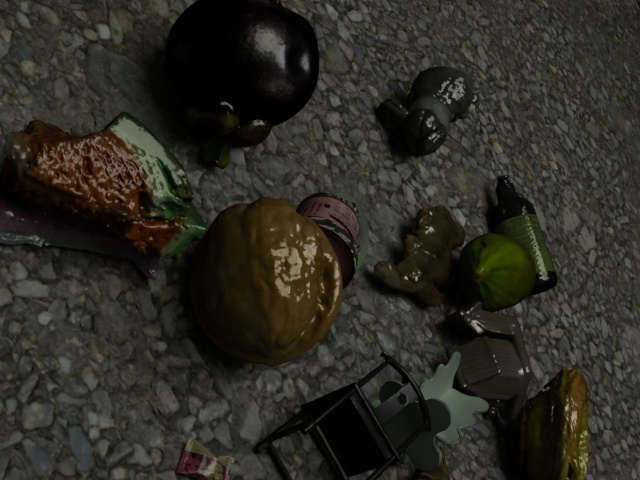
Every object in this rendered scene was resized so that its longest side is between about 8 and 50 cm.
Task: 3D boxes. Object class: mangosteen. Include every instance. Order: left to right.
[{"bbox_3d":[-0.142,-0.270,1.666,0.275,0.275,0.302,12,94,-42],"label":"mangosteen"}]

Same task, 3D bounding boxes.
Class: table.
[{"bbox_3d":[0.195,0.293,1.729,0.198,0.166,0.167,-23,84,-59],"label":"table"}]

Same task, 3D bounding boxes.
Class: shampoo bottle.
[{"bbox_3d":[0.451,-0.019,2.221,0.101,0.101,0.284,6,63,-45],"label":"shampoo bottle"}]

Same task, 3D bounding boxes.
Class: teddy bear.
[{"bbox_3d":[0.220,-0.270,2.123,0.171,0.144,0.251,29,55,16],"label":"teddy bear"}]

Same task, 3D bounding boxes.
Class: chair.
[{"bbox_3d":[0.043,0.308,1.558,0.260,0.141,0.155,-30,90,-49],"label":"chair"}]

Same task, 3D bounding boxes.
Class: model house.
[{"bbox_3d":[0.319,0.230,1.918,0.188,0.122,0.229,16,51,-34],"label":"model house"}]

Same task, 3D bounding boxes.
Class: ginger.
[{"bbox_3d":[0.222,0.030,1.967,0.166,0.080,0.333,55,36,-14],"label":"ginger"}]

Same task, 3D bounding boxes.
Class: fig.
[{"bbox_3d":[0.342,0.058,2.001,0.233,0.167,0.167,30,47,-44],"label":"fig"}]

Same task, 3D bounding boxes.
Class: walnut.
[{"bbox_3d":[-0.088,0.068,1.511,0.224,0.257,0.257,60,16,-70],"label":"walnut"}]

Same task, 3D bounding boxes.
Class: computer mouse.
[{"bbox_3d":[0.055,-0.022,1.844,0.089,0.056,0.182,32,46,-36],"label":"computer mouse"}]

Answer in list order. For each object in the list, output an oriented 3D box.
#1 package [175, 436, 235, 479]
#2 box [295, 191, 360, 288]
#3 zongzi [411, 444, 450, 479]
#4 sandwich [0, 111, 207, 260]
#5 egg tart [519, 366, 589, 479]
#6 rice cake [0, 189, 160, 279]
[{"bbox_3d":[-0.165,0.326,1.416,0.083,0.029,0.059,28,55,-19],"label":"package"},{"bbox_3d":[0.000,0.000,1.703,0.151,0.151,0.135,46,33,-16],"label":"box"},{"bbox_3d":[0.211,0.466,1.697,0.176,0.078,0.160,-33,98,-59],"label":"zongzi"},{"bbox_3d":[-0.308,-0.108,1.374,0.301,0.162,0.250,5,39,-53],"label":"sandwich"},{"bbox_3d":[0.460,0.392,1.920,0.294,0.123,0.294,4,90,-71],"label":"egg tart"},{"bbox_3d":[-0.348,-0.010,1.411,0.290,0.051,0.081,17,53,-39],"label":"rice cake"}]
